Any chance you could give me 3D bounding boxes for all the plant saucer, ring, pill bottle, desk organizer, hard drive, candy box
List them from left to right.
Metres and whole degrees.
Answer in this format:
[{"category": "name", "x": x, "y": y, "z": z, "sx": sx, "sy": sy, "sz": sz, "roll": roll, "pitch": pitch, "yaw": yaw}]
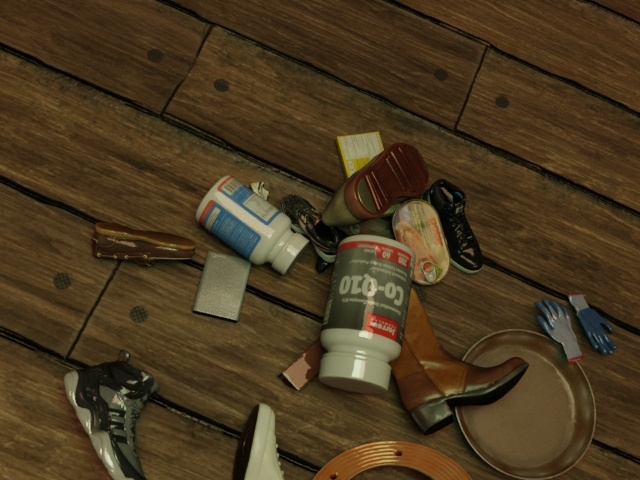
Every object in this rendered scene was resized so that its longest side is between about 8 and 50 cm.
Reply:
[{"category": "hard drive", "x": -0.203, "y": 0.095, "z": 1.599, "sx": 0.094, "sy": 0.022, "sz": 0.135, "roll": 14, "pitch": 66, "yaw": -5}, {"category": "pill bottle", "x": -0.139, "y": -0.026, "z": 1.606, "sx": 0.222, "sy": 0.124, "sz": 0.124, "roll": 37, "pitch": 66, "yaw": 4}, {"category": "desk organizer", "x": -0.021, "y": 0.247, "z": 1.562, "sx": 0.130, "sy": 0.047, "sz": 0.050, "roll": -41, "pitch": 83, "yaw": -22}, {"category": "pill bottle", "x": 0.088, "y": 0.146, "z": 1.513, "sx": 0.161, "sy": 0.161, "sz": 0.283, "roll": 14, "pitch": 69, "yaw": -6}, {"category": "candy box", "x": 0.108, "y": -0.149, "z": 1.757, "sx": 0.105, "sy": 0.027, "sz": 0.205, "roll": -7, "pitch": 70, "yaw": -18}, {"category": "ring", "x": 0.132, "y": 0.504, "z": 1.410, "sx": 0.337, "sy": 0.032, "sz": 0.336, "roll": -2, "pitch": 35, "yaw": 2}, {"category": "plant saucer", "x": 0.419, "y": 0.340, "z": 1.611, "sx": 0.311, "sy": 0.050, "sz": 0.310, "roll": 4, "pitch": 68, "yaw": -10}]

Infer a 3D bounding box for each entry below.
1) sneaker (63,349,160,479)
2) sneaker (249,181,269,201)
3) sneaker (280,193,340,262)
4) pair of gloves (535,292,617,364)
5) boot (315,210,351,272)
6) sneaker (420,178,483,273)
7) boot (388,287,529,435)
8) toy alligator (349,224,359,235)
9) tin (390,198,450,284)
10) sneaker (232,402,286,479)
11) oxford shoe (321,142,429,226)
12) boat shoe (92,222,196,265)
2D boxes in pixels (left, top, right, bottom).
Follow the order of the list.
[{"category": "sneaker", "x": -0.354, "y": 0.330, "z": 1.430, "sx": 0.153, "sy": 0.101, "sz": 0.268, "roll": -29, "pitch": 74, "yaw": -18}, {"category": "sneaker", "x": -0.125, "y": -0.093, "z": 1.685, "sx": 0.037, "sy": 0.032, "sz": 0.083, "roll": -16, "pitch": 73, "yaw": -17}, {"category": "sneaker", "x": -0.013, "y": -0.040, "z": 1.620, "sx": 0.072, "sy": 0.077, "sz": 0.178, "roll": -41, "pitch": 72, "yaw": -19}, {"category": "pair of gloves", "x": 0.561, "y": 0.189, "z": 1.692, "sx": 0.198, "sy": 0.023, "sz": 0.159, "roll": -5, "pitch": 59, "yaw": -32}, {"category": "boot", "x": 0.000, "y": 0.000, "z": 1.667, "sx": 0.099, "sy": 0.045, "sz": 0.121, "roll": 38, "pitch": 64, "yaw": 6}, {"category": "sneaker", "x": 0.298, "y": -0.034, "z": 1.697, "sx": 0.079, "sy": 0.121, "sz": 0.216, "roll": -27, "pitch": 76, "yaw": -19}, {"category": "boot", "x": 0.249, "y": 0.220, "z": 1.582, "sx": 0.264, "sy": 0.096, "sz": 0.280, "roll": -29, "pitch": 60, "yaw": -2}, {"category": "toy alligator", "x": 0.124, "y": 0.029, "z": 1.675, "sx": 0.056, "sy": 0.051, "sz": 0.189, "roll": -30, "pitch": 77, "yaw": -21}, {"category": "tin", "x": 0.218, "y": 0.004, "z": 1.685, "sx": 0.106, "sy": 0.040, "sz": 0.189, "roll": -15, "pitch": 89, "yaw": -3}, {"category": "sneaker", "x": -0.097, "y": 0.455, "z": 1.443, "sx": 0.123, "sy": 0.106, "sz": 0.290, "roll": 12, "pitch": 73, "yaw": -18}, {"category": "oxford shoe", "x": 0.118, "y": -0.120, "z": 1.657, "sx": 0.348, "sy": 0.130, "sz": 0.123, "roll": -28, "pitch": 92, "yaw": -52}, {"category": "boat shoe", "x": -0.361, "y": 0.016, "z": 1.580, "sx": 0.207, "sy": 0.073, "sz": 0.073, "roll": 10, "pitch": 104, "yaw": -4}]
